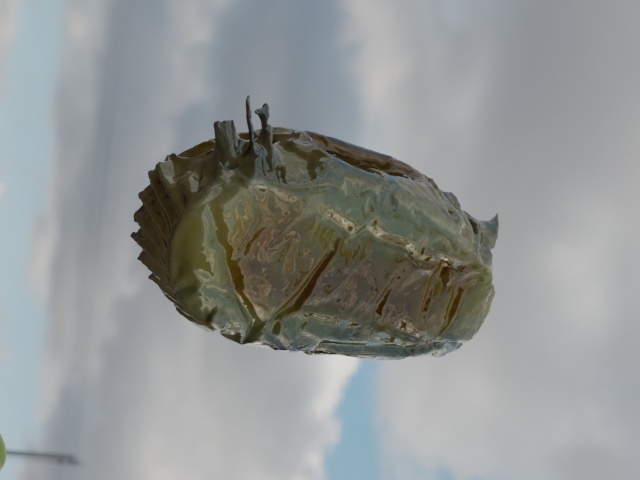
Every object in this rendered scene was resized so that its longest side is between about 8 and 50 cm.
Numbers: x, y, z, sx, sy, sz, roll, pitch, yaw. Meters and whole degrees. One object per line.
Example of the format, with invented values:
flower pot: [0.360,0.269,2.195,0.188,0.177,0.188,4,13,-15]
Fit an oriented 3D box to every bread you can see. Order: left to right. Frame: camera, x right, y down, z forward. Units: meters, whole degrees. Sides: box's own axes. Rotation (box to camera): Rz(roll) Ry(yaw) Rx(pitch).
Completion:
bread: [-0.008,0.010,1.695,0.236,0.389,0.183,-59,-147,15]

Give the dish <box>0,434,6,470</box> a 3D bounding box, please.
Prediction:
dish: [-0.400,0.182,1.384,0.262,0.221,0.108,-32,-154,47]
